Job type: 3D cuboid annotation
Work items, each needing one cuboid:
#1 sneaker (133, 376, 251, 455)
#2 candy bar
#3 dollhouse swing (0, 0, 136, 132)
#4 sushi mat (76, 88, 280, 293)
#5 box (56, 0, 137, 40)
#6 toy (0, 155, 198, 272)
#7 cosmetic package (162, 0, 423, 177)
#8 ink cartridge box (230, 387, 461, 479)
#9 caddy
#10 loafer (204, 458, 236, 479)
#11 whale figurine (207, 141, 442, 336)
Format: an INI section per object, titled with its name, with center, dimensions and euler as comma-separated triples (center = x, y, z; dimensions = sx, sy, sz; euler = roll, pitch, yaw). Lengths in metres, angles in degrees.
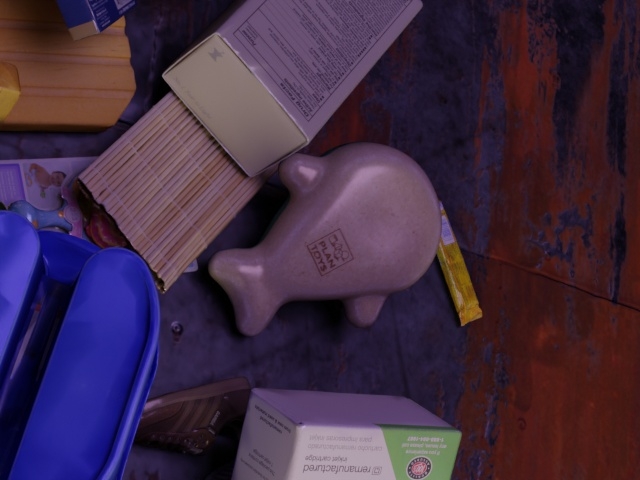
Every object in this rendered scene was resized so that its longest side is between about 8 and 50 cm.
[sneaker]
center = -0.143, 0.192, 1.703
dimensions = 0.188, 0.066, 0.071
euler = -12, 83, -36
[candy bar]
center = 0.157, 0.023, 1.994
dimensions = 0.040, 0.018, 0.161
euler = -17, 84, -40
[dollhouse swing]
center = -0.305, -0.282, 1.626
dimensions = 0.305, 0.315, 0.347
euler = -5, 77, -25
[sushi mat]
center = -0.136, -0.086, 1.786
dimensions = 0.151, 0.019, 0.316
euler = 51, 42, -11
[box]
center = -0.256, -0.324, 1.653
dimensions = 0.136, 0.036, 0.225
euler = -61, 134, -68
[toy]
center = -0.230, -0.028, 1.721
dimensions = 0.237, 0.056, 0.137
euler = -6, 79, -36
[cosmetic package]
center = -0.024, -0.230, 1.866
dimensions = 0.160, 0.113, 0.309
euler = 50, 46, -11
[ink cartridge box]
center = 0.007, 0.299, 1.668
dimensions = 0.198, 0.115, 0.273
euler = 6, 101, -32
[caddy]
center = -0.285, 0.138, 1.557
dimensions = 0.241, 0.179, 0.341
euler = 19, 68, -5
[loafer]
center = -0.014, 0.253, 1.770
dimensions = 0.251, 0.094, 0.087
euler = -21, 112, -28
[whale figurine]
center = 0.000, 0.000, 1.843
dimensions = 0.272, 0.141, 0.216
euler = -31, 105, -14
